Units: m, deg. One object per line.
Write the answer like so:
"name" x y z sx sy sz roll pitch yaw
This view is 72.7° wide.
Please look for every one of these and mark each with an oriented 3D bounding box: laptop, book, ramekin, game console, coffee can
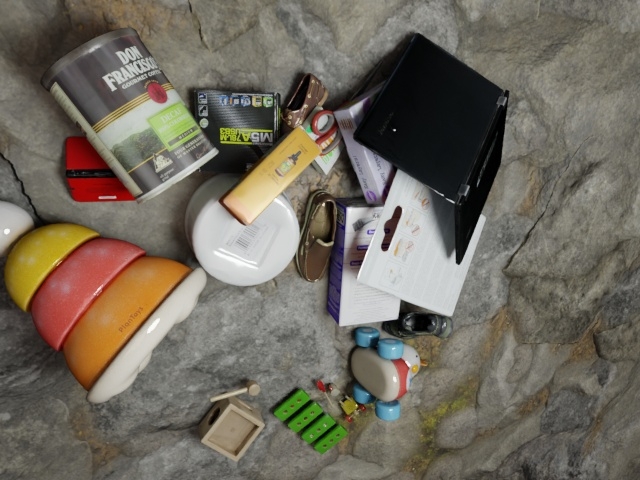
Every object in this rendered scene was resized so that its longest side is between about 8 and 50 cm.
"laptop" 0.301 -0.223 1.098 0.381 0.237 0.407 -60 150 -24
"book" -0.001 -0.241 1.058 0.096 0.035 0.144 -56 144 -8
"ramekin" -0.184 -0.024 1.053 0.278 0.135 0.276 -6 110 -16
"game console" -0.482 -0.158 0.976 0.144 0.085 0.124 -3 140 -17
"coffee can" -0.367 -0.240 0.870 0.202 0.201 0.275 -35 110 -4

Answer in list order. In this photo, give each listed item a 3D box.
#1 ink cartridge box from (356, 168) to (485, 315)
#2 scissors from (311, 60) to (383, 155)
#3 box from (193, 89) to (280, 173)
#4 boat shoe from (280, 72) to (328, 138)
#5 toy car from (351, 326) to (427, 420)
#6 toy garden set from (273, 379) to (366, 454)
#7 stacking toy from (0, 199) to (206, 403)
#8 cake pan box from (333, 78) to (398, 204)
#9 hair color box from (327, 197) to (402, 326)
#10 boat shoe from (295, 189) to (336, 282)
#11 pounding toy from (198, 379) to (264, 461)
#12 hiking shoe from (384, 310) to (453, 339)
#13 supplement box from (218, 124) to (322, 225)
"ink cartridge box" 0.260 0.011 1.162 0.385 0.091 0.307 22 87 -35
"scissors" 0.075 -0.323 1.065 0.297 0.021 0.108 -47 138 -25
"box" -0.187 -0.244 0.993 0.191 0.045 0.183 4 106 4
"boat shoe" -0.063 -0.294 1.028 0.073 0.073 0.206 28 90 -57
"toy car" 0.235 0.376 1.304 0.238 0.210 0.218 -3 98 -30
"toy garden set" 0.006 0.524 1.352 0.204 0.049 0.244 -39 114 0
"stacking toy" -0.522 0.073 0.930 0.480 0.350 0.350 40 93 -7
"cake pan box" 0.177 -0.253 1.088 0.246 0.070 0.266 -35 117 -25
"hair color box" 0.127 0.055 1.197 0.186 0.110 0.338 -3 111 -19
"boat shoe" -0.008 0.000 1.140 0.095 0.095 0.257 -1 108 -18
"pounding toy" -0.248 0.476 1.231 0.181 0.094 0.206 41 83 -20
"hiking shoe" 0.259 0.233 1.250 0.114 0.227 0.086 27 62 -35
"supplement box" -0.108 -0.139 0.934 0.233 0.080 0.078 -46 109 -10
